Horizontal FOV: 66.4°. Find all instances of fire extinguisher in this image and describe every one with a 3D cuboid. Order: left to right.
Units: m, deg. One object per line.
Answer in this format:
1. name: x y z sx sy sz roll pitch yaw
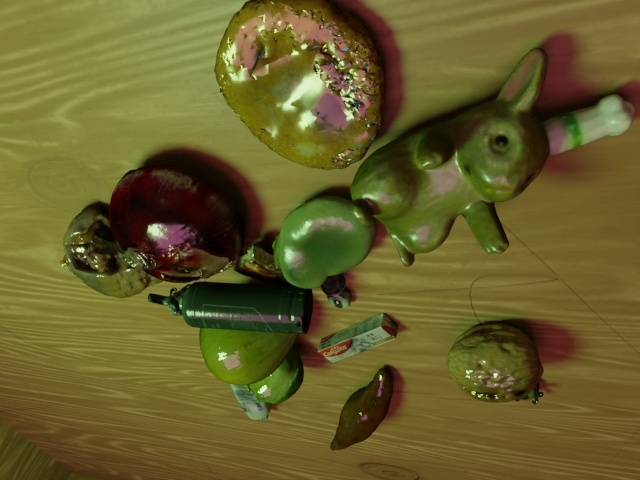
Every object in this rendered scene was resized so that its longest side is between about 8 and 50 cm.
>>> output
1. fire extinguisher: -0.177 0.130 0.978 0.312 0.095 0.114 2 165 9

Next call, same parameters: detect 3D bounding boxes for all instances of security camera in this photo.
1. security camera: 0.037 0.116 1.042 0.058 0.058 0.092 0 141 21

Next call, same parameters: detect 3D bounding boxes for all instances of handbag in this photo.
1. handbag: 0.436 0.331 1.103 0.111 0.047 0.072 9 135 9

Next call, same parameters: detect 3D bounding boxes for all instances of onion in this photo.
1. onion: -0.284 -0.008 0.928 0.272 0.195 0.271 12 138 11

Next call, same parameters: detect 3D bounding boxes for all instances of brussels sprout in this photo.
1. brussels sprout: -0.121 0.318 1.239 0.145 0.183 0.131 -49 140 11

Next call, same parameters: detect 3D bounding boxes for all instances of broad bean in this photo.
1. broad bean: 0.000 0.000 0.909 0.228 0.100 0.169 -27 124 27

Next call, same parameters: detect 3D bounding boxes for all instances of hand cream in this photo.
1. hand cream: -0.223 0.419 1.445 0.125 0.077 0.340 -3 124 24

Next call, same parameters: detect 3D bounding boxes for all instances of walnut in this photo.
1. walnut: -0.476 0.053 1.109 0.238 0.141 0.204 34 140 -10
2. walnut: 0.344 0.246 0.985 0.184 0.155 0.155 -13 127 25

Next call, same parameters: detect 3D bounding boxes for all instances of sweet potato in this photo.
1. sweet potato: 0.116 0.460 1.312 0.112 0.112 0.359 27 119 -6

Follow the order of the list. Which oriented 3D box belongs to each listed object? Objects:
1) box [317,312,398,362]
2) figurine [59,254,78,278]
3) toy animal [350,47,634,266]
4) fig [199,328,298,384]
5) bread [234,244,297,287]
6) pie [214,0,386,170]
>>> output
1. box: 0.083 0.231 1.143 0.055 0.039 0.218 40 134 -21
2. figurine: -0.585 0.068 1.222 0.102 0.068 0.143 4 147 23
3. toy animal: 0.208 -0.100 0.656 0.363 0.180 0.181 -23 129 38
4. fig: -0.160 0.204 1.104 0.207 0.207 0.230 34 97 -14
5. bread: -0.101 0.060 1.018 0.136 0.054 0.154 26 162 -12
6. pie: -0.025 -0.218 0.709 0.274 0.069 0.273 10 138 10
